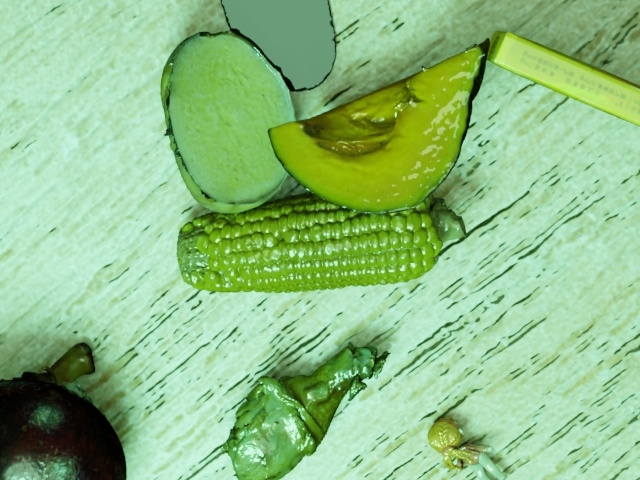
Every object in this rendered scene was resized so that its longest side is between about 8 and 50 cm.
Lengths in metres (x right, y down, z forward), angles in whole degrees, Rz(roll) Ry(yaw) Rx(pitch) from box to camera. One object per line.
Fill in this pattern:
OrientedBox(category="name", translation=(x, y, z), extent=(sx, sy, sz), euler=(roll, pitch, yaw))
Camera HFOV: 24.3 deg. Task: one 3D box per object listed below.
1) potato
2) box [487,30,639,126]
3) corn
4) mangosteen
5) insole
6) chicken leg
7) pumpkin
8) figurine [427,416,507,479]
OrientedBox(category="potato", translation=(-0.114, -0.126, 1.637), extent=(0.164, 0.081, 0.200), euler=(-9, 83, -31))
OrientedBox(category="box", translation=(0.308, -0.156, 1.594), extent=(0.269, 0.152, 0.043), euler=(22, 100, -2))
OrientedBox(category="corn", translation=(0.000, 0.000, 1.653), extent=(0.322, 0.119, 0.119), euler=(-5, 100, 10))
OrientedBox(category="mangosteen", translation=(-0.322, 0.227, 1.669), extent=(0.235, 0.235, 0.261), euler=(16, 61, -1))
OrientedBox(category="insole", translation=(-0.086, -0.325, 1.653), extent=(0.119, 0.009, 0.348), euler=(-30, 98, 5))
OrientedBox(category="chicken leg", translation=(-0.024, 0.187, 1.700), extent=(0.228, 0.088, 0.103), euler=(-46, 79, 10))
OrientedBox(category="pumpkin", translation=(0.088, -0.102, 1.607), extent=(0.254, 0.130, 0.149), euler=(-23, 83, 4))
OrientedBox(category="figurine", translation=(0.171, 0.250, 1.725), extent=(0.109, 0.047, 0.064), euler=(41, 122, -11))
